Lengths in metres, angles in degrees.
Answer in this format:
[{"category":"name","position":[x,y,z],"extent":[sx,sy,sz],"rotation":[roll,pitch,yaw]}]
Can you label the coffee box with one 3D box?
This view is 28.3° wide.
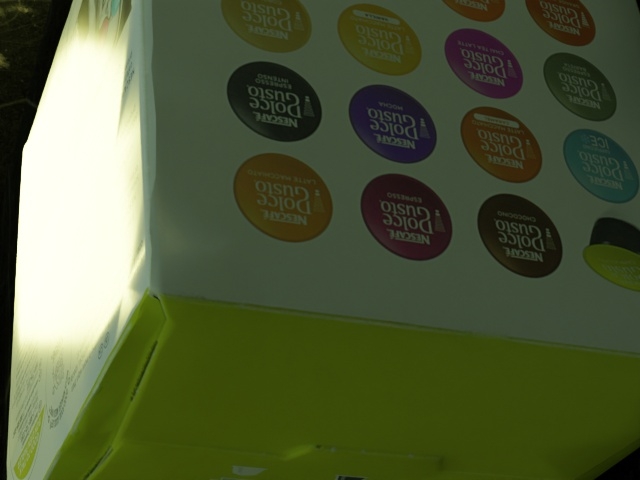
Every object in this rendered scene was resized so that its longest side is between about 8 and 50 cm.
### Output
[{"category":"coffee box","position":[0.000,0.000,0.814],"extent":[0.338,0.338,0.334],"rotation":[126,146,-49]}]
